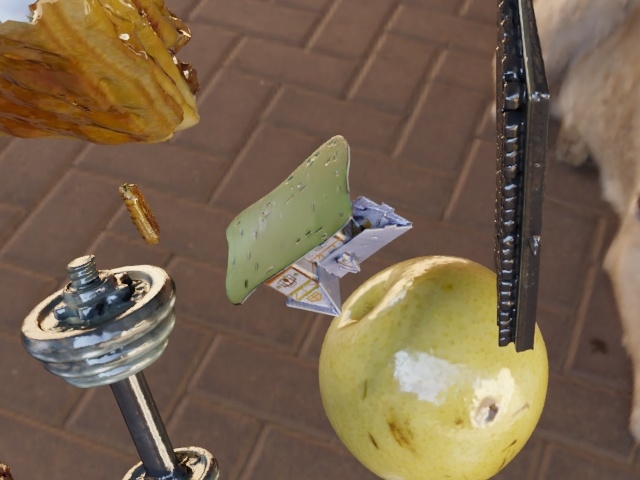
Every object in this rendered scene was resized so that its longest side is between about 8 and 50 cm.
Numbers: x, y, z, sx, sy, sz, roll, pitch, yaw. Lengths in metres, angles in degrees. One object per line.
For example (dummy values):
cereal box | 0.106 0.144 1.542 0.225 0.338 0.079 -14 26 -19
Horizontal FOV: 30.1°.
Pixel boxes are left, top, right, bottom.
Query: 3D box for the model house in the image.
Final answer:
model house | 0.000 0.000 1.084 0.088 0.167 0.117 31 35 -32

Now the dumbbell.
dumbbell | -0.127 0.126 0.846 0.110 0.254 0.110 -15 22 6

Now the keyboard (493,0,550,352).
keyboard | 0.130 -0.031 0.793 0.027 0.317 0.106 -4 58 5

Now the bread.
bread | -0.244 -0.171 0.722 0.325 0.277 0.167 8 78 11

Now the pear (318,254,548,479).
pear | 0.163 0.190 1.725 0.349 0.348 0.348 6 43 -5

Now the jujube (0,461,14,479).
jujube | -0.454 0.345 1.352 0.259 0.258 0.377 14 5 4

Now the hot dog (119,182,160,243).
hot dog | -0.284 -0.040 1.871 0.037 0.122 0.049 -22 37 4
